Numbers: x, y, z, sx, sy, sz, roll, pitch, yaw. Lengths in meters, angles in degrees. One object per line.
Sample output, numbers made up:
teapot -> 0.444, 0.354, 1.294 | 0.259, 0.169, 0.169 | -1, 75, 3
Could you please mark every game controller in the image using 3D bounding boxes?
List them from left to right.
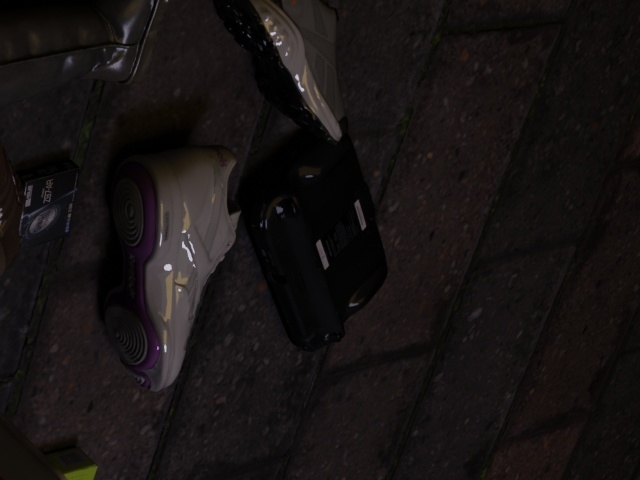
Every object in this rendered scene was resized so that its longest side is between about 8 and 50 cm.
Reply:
game controller -> 0.000, 0.000, 2.175 | 0.166, 0.067, 0.319 | -54, 150, -24

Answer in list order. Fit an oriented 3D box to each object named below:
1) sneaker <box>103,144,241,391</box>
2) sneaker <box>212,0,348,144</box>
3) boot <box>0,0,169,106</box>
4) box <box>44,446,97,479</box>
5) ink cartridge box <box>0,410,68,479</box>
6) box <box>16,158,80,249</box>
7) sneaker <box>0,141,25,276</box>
sneaker -> -0.146, 0.033, 1.963 | 0.152, 0.114, 0.305 | -22, 137, -36
sneaker -> -0.015, -0.197, 1.924 | 0.108, 0.100, 0.271 | -48, 147, -15
boot -> -0.241, -0.207, 1.675 | 0.208, 0.076, 0.190 | -7, 119, -36
box -> -0.325, 0.323, 2.088 | 0.109, 0.042, 0.178 | -9, 128, -45
ink cartridge box -> -0.434, 0.313, 1.731 | 0.384, 0.279, 0.160 | -40, 146, -17
box -> -0.274, -0.035, 1.832 | 0.067, 0.018, 0.083 | -18, 134, -41
sneaker -> -0.316, -0.051, 1.745 | 0.071, 0.066, 0.188 | -54, 156, -48
